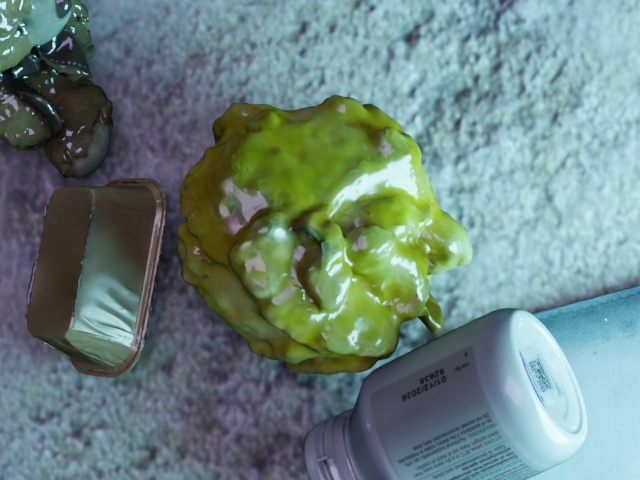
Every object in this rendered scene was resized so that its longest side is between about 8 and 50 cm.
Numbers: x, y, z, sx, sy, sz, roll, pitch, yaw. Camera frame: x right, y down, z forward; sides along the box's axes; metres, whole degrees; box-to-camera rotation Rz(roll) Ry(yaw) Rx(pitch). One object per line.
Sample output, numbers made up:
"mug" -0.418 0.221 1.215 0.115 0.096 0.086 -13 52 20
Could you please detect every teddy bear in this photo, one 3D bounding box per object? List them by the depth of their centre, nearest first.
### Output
"teddy bear" -0.272 -0.199 1.329 0.156 0.256 0.267 -3 80 4

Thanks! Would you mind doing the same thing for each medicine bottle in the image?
"medicine bottle" 0.098 0.155 1.298 0.215 0.135 0.135 -29 80 24

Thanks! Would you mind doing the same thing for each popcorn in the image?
"popcorn" 0.000 0.000 1.341 0.266 0.192 0.233 20 64 -20

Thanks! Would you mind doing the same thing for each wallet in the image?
"wallet" 0.258 0.190 1.358 0.251 0.054 0.290 -15 80 -1

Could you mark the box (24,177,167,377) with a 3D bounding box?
"box" -0.189 0.028 1.366 0.111 0.111 0.177 10 81 2
